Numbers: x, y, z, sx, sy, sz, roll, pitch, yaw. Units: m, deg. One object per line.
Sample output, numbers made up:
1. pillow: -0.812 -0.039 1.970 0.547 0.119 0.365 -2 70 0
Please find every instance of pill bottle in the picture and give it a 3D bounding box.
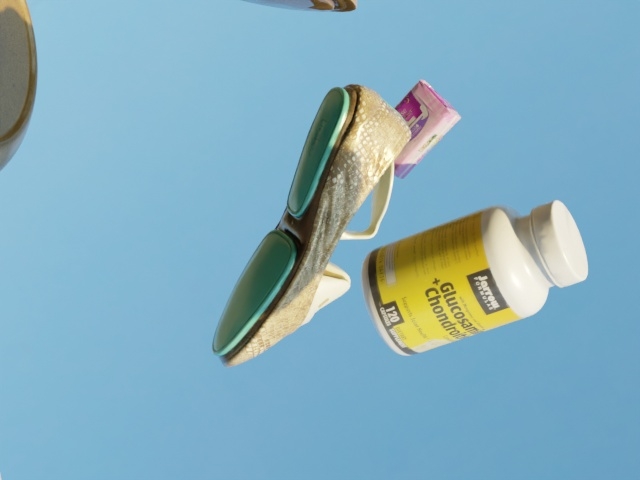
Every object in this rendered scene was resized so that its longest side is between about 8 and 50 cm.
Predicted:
1. pill bottle: 0.136 0.029 1.405 0.184 0.103 0.103 -21 -148 23

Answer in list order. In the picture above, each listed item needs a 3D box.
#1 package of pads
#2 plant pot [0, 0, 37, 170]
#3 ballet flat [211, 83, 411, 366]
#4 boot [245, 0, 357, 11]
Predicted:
1. package of pads: 0.085 -0.104 1.479 0.083 0.032 0.050 -48 -114 16
2. plant pot: -0.273 -0.157 1.182 0.032 0.236 0.236 -11 -144 20
3. ballet flat: 0.000 0.000 1.038 0.206 0.067 0.073 -62 -155 14
4. boot: -0.031 -0.197 0.704 0.073 0.197 0.152 3 -107 33
